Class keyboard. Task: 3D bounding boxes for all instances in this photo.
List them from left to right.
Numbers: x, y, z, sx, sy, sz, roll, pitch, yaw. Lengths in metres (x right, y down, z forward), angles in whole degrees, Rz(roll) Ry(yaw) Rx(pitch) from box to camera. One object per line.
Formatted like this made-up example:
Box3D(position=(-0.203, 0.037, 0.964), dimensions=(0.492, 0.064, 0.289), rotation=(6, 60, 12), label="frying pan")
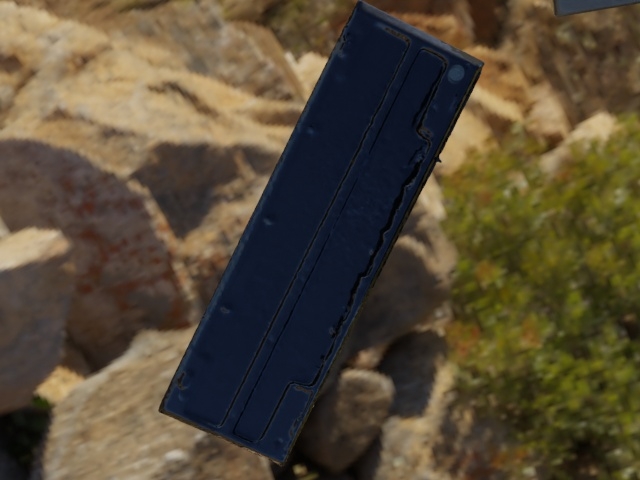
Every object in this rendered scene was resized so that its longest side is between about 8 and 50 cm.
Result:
Box3D(position=(0.000, 0.000, 0.665), dimensions=(0.063, 0.198, 0.010), rotation=(25, 9, -8), label="keyboard")

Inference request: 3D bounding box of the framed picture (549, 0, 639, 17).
Box3D(position=(0.176, -0.179, 0.719), dimensions=(0.250, 0.184, 0.016), rotation=(-97, 177, -55), label="framed picture")
